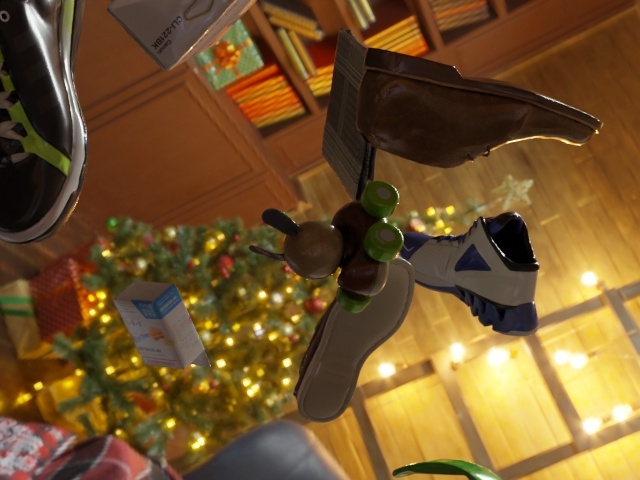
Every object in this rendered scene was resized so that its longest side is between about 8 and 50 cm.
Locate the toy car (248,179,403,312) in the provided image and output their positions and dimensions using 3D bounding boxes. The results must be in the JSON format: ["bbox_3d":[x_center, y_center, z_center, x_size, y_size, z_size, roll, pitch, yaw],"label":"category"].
[{"bbox_3d":[0.000,0.000,1.169,0.155,0.188,0.149,114,-20,-48],"label":"toy car"}]

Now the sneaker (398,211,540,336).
[{"bbox_3d":[0.278,0.020,1.479,0.315,0.127,0.182,33,-59,47],"label":"sneaker"}]

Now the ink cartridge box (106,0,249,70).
[{"bbox_3d":[-0.152,-0.356,1.150,0.114,0.197,0.273,45,18,-11],"label":"ink cartridge box"}]

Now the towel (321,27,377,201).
[{"bbox_3d":[0.076,-0.268,1.789,0.324,0.056,0.312,-115,-150,-60],"label":"towel"}]

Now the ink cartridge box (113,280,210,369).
[{"bbox_3d":[-0.276,0.164,1.473,0.061,0.104,0.181,-46,126,-44],"label":"ink cartridge box"}]

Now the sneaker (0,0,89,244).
[{"bbox_3d":[-0.211,-0.115,0.540,0.097,0.084,0.234,15,72,-69],"label":"sneaker"}]

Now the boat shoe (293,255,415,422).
[{"bbox_3d":[0.049,0.147,1.371,0.117,0.324,0.096,19,23,-16],"label":"boat shoe"}]

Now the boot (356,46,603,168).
[{"bbox_3d":[0.183,-0.137,0.982,0.112,0.305,0.115,-139,-121,-71],"label":"boot"}]

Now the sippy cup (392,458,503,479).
[{"bbox_3d":[0.134,0.415,0.913,0.240,0.224,0.305,47,47,-29],"label":"sippy cup"}]
